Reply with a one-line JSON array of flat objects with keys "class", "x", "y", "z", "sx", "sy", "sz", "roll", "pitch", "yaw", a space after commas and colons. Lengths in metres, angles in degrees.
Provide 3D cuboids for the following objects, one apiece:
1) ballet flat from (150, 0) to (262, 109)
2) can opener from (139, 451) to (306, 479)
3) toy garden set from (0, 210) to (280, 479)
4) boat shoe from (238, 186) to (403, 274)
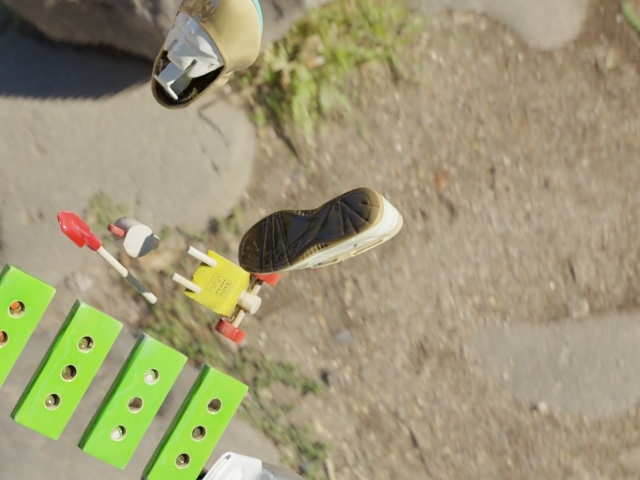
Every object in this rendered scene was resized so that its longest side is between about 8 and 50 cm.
[{"class": "ballet flat", "x": -0.103, "y": -0.161, "z": 1.523, "sx": 0.073, "sy": 0.232, "sz": 0.080, "roll": -41, "pitch": 88, "yaw": -16}, {"class": "can opener", "x": -0.079, "y": 0.230, "z": 1.654, "sx": 0.093, "sy": 0.280, "sz": 0.074, "roll": 33, "pitch": 89, "yaw": 20}, {"class": "toy garden set", "x": -0.162, "y": 0.071, "z": 1.439, "sx": 0.203, "sy": 0.244, "sz": 0.049, "roll": -60, "pitch": 33, "yaw": -2}, {"class": "boat shoe", "x": 0.000, "y": 0.000, "z": 1.303, "sx": 0.135, "sy": 0.045, "sz": 0.050, "roll": -15, "pitch": 64, "yaw": 35}]
